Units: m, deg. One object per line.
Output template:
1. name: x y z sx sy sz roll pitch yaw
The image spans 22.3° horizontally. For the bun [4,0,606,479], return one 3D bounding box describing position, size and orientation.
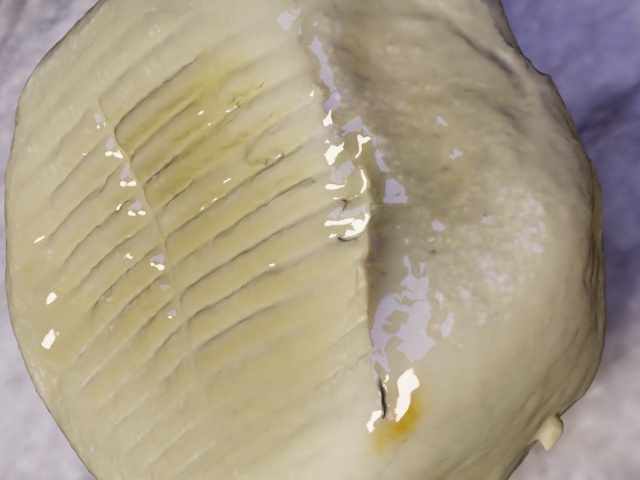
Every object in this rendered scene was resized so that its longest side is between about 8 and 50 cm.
1. bun: 0.000 0.000 0.565 0.229 0.145 0.229 5 97 43
